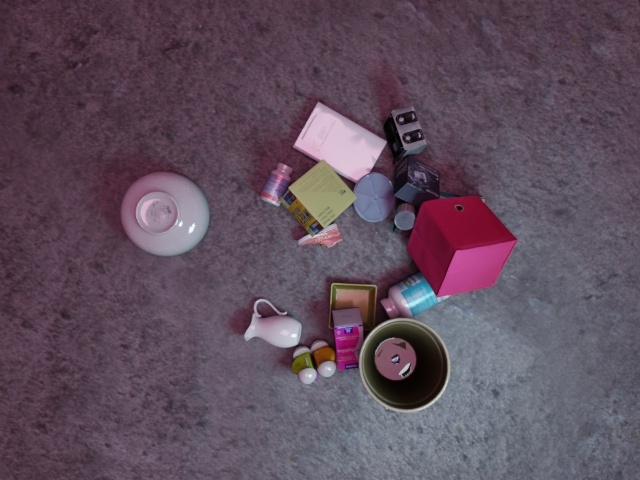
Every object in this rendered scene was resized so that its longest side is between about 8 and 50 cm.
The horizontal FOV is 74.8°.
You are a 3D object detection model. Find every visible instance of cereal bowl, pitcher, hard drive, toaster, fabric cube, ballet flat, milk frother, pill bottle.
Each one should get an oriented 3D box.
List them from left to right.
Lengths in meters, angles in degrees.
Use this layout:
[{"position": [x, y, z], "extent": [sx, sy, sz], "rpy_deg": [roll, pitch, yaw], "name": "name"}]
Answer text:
[{"position": [-0.607, -0.104, 1.611], "extent": [0.340, 0.141, 0.338], "rpy_deg": [0, 91, -3], "name": "cereal bowl"}, {"position": [-0.181, 0.330, 1.671], "extent": [0.208, 0.125, 0.177], "rpy_deg": [8, 76, 7], "name": "pitcher"}, {"position": [-0.171, -0.222, 1.661], "extent": [0.087, 0.087, 0.160], "rpy_deg": [24, 90, -4], "name": "pill bottle"}, {"position": [0.078, -0.387, 1.696], "extent": [0.319, 0.040, 0.210], "rpy_deg": [29, 90, -4], "name": "hard drive"}, {"position": [0.329, -0.414, 1.654], "extent": [0.110, 0.185, 0.167], "rpy_deg": [-17, 85, -6], "name": "toaster"}, {"position": [0.366, -0.085, 1.674], "extent": [0.143, 0.134, 0.129], "rpy_deg": [12, 123, 7], "name": "milk frother"}, {"position": [0.374, 0.220, 1.683], "extent": [0.264, 0.146, 0.146], "rpy_deg": [-28, 93, -3], "name": "pill bottle"}, {"position": [0.552, -0.154, 1.719], "extent": [0.241, 0.091, 0.077], "rpy_deg": [6, 114, 0], "name": "ballet flat"}, {"position": [0.511, 0.017, 1.561], "extent": [0.255, 0.258, 0.258], "rpy_deg": [-8, 135, -15], "name": "fabric cube"}]

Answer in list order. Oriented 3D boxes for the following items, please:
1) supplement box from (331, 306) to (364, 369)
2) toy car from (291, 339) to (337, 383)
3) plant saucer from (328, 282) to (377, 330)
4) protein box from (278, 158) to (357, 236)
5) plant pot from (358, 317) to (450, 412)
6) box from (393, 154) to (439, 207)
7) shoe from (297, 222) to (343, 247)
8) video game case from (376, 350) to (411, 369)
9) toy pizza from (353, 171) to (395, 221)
[{"position": [0.111, 0.387, 1.649], "extent": [0.112, 0.113, 0.219], "rpy_deg": [-7, 118, 0], "name": "supplement box"}, {"position": [-0.020, 0.501, 1.681], "extent": [0.182, 0.159, 0.136], "rpy_deg": [-19, 129, -3], "name": "toy car"}, {"position": [0.130, 0.268, 1.718], "extent": [0.189, 0.045, 0.188], "rpy_deg": [3, 92, -4], "name": "plant saucer"}, {"position": [-0.011, -0.161, 1.619], "extent": [0.201, 0.136, 0.200], "rpy_deg": [48, 65, -4], "name": "protein box"}, {"position": [0.301, 0.459, 1.601], "extent": [0.324, 0.280, 0.322], "rpy_deg": [-1, 79, 3], "name": "plant pot"}, {"position": [0.379, -0.225, 1.646], "extent": [0.156, 0.093, 0.158], "rpy_deg": [23, 54, -18], "name": "box"}, {"position": [0.000, 0.000, 1.691], "extent": [0.178, 0.063, 0.081], "rpy_deg": [-24, 88, -7], "name": "shoe"}, {"position": [0.325, 0.580, 1.753], "extent": [0.202, 0.023, 0.183], "rpy_deg": [-25, 93, -2], "name": "video game case"}, {"position": [0.214, -0.175, 1.696], "extent": [0.202, 0.032, 0.201], "rpy_deg": [-3, 97, -27], "name": "toy pizza"}]
